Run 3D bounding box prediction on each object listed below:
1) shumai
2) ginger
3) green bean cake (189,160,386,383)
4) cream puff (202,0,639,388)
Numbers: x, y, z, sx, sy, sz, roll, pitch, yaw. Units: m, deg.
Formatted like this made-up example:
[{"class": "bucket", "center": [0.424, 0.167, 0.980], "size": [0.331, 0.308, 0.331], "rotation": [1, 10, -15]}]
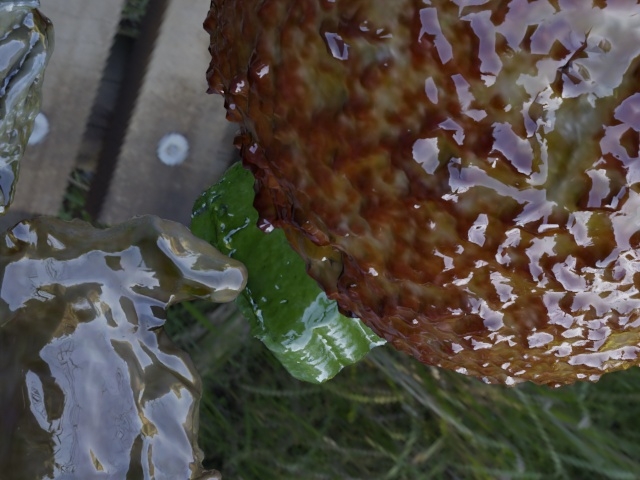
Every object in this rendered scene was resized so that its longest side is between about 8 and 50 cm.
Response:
[{"class": "shumai", "center": [-0.320, -0.153, 1.214], "size": [0.185, 0.218, 0.184], "rotation": [-33, 165, 14]}, {"class": "ginger", "center": [-0.072, 0.131, 0.332], "size": [0.122, 0.290, 0.084], "rotation": [-7, 162, 10]}, {"class": "green bean cake", "center": [0.000, 0.000, 1.212], "size": [0.200, 0.214, 0.113], "rotation": [-38, 145, -1]}, {"class": "cream puff", "center": [0.097, -0.100, 0.582], "size": [0.350, 0.350, 0.228], "rotation": [-61, 157, 8]}]
